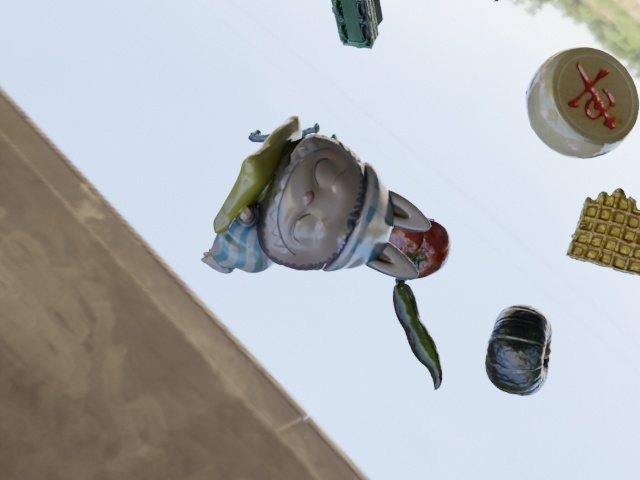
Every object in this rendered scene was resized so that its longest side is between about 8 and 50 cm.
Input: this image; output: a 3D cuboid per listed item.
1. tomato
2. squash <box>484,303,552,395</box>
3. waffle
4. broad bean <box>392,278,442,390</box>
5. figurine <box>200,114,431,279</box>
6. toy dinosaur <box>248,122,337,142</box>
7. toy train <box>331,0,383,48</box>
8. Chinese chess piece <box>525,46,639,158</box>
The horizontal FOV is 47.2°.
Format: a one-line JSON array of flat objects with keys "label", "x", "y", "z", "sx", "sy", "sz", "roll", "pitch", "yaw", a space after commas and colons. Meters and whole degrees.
[{"label": "tomato", "x": 0.264, "y": 0.036, "z": 2.087, "sx": 0.225, "sy": 0.225, "sz": 0.085, "roll": 27, "pitch": -140, "yaw": -25}, {"label": "squash", "x": 0.553, "y": 0.303, "z": 2.029, "sx": 0.165, "sy": 0.252, "sz": 0.252, "roll": 13, "pitch": -165, "yaw": 27}, {"label": "waffle", "x": 0.803, "y": -0.030, "z": 1.966, "sx": 0.229, "sy": 0.219, "sz": 0.057, "roll": 16, "pitch": 177, "yaw": 24}, {"label": "broad bean", "x": 0.247, "y": 0.229, "z": 1.909, "sx": 0.061, "sy": 0.077, "sz": 0.339, "roll": -6, "pitch": -117, "yaw": -32}, {"label": "figurine", "x": 0.000, "y": 0.000, "z": 1.377, "sx": 0.378, "sy": 0.361, "sz": 0.266, "roll": 35, "pitch": -129, "yaw": 0}, {"label": "toy dinosaur", "x": -0.145, "y": -0.229, "z": 2.101, "sx": 0.129, "sy": 0.331, "sz": 0.383, "roll": 64, "pitch": -142, "yaw": -31}, {"label": "toy train", "x": 0.125, "y": -0.790, "z": 2.373, "sx": 0.139, "sy": 0.330, "sz": 0.178, "roll": 15, "pitch": -126, "yaw": 28}, {"label": "Chinese chess piece", "x": 0.577, "y": -0.303, "z": 1.609, "sx": 0.251, "sy": 0.097, "sz": 0.250, "roll": 3, "pitch": -102, "yaw": -16}]
